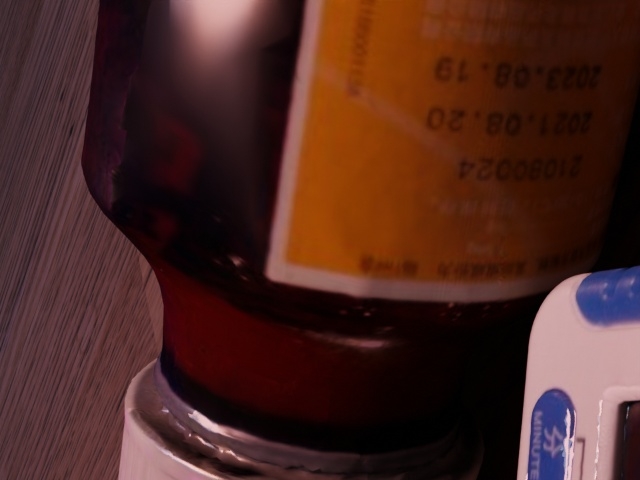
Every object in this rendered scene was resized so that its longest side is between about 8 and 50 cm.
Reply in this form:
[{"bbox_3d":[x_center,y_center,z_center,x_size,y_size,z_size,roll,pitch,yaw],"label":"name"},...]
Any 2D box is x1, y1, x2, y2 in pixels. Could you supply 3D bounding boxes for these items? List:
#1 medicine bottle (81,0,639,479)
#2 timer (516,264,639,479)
[{"bbox_3d":[0.000,0.000,0.707,0.242,0.242,0.395,-122,42,-60],"label":"medicine bottle"},{"bbox_3d":[0.134,0.134,0.522,0.178,0.078,0.253,-11,70,64],"label":"timer"}]
